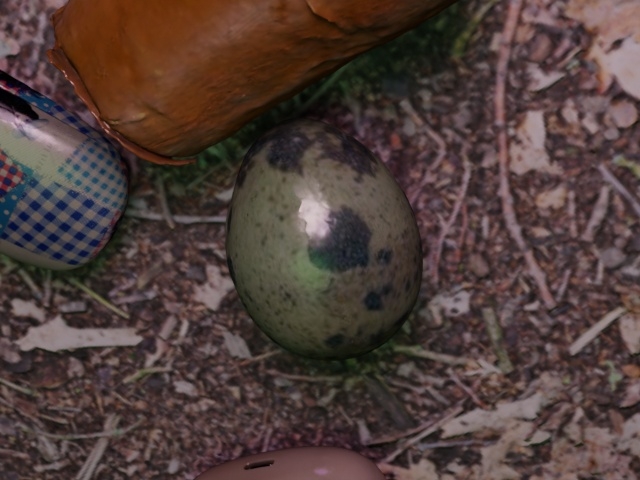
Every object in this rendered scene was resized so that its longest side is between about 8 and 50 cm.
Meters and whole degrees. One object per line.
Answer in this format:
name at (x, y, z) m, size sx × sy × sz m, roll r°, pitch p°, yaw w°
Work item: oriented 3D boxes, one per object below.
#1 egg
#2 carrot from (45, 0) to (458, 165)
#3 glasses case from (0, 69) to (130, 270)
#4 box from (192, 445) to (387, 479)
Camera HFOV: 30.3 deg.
egg at (0.000, 0.000, 0.854) m, size 0.141 × 0.141 × 0.181 m, roll -11°, pitch 108°, yaw 14°
carrot at (-0.051, -0.164, 0.747) m, size 0.254 × 0.196 × 0.196 m, roll -36°, pitch 108°, yaw 24°
glasses case at (-0.298, -0.088, 0.888) m, size 0.327 × 0.076 × 0.125 m, roll 30°, pitch 120°, yaw -7°
box at (-0.029, 0.250, 1.023) m, size 0.200 × 0.088 × 0.146 m, roll -12°, pitch 114°, yaw 16°
